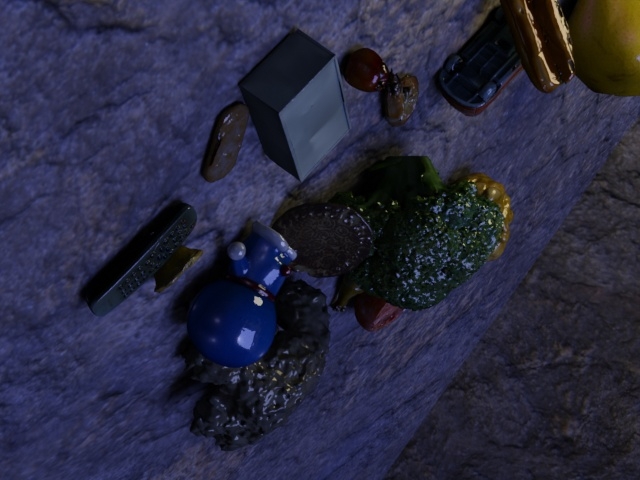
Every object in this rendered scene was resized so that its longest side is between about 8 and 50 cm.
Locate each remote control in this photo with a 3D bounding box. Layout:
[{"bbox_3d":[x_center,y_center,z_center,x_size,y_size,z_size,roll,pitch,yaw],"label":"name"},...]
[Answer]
[{"bbox_3d":[-0.273,0.028,1.659,0.222,0.042,0.072,-46,159,-17],"label":"remote control"}]

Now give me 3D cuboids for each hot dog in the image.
[{"bbox_3d":[0.416,-0.417,2.081,0.115,0.269,0.072,-19,-174,0],"label":"hot dog"}]

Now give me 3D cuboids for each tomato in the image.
[{"bbox_3d":[0.160,0.110,2.555,0.237,0.095,0.237,-45,161,-21],"label":"tomato"}]

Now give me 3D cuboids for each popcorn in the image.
[{"bbox_3d":[0.382,-0.049,2.620,0.191,0.190,0.253,-45,162,2],"label":"popcorn"}]

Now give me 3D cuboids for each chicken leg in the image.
[{"bbox_3d":[0.077,0.098,2.423,0.093,0.070,0.178,-33,159,-51],"label":"chicken leg"}]

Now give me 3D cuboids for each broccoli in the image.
[{"bbox_3d":[0.184,-0.015,2.162,0.413,0.321,0.310,7,112,-46],"label":"broccoli"}]

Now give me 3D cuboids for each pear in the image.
[{"bbox_3d":[0.694,-0.498,2.483,0.285,0.285,0.336,-5,90,-61],"label":"pear"}]

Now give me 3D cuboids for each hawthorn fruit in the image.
[{"bbox_3d":[0.078,-0.285,1.819,0.077,0.077,0.077,-42,156,-23],"label":"hawthorn fruit"}]

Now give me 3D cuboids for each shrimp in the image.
[{"bbox_3d":[0.153,-0.273,2.023,0.099,0.041,0.180,-50,157,-7],"label":"shrimp"}]

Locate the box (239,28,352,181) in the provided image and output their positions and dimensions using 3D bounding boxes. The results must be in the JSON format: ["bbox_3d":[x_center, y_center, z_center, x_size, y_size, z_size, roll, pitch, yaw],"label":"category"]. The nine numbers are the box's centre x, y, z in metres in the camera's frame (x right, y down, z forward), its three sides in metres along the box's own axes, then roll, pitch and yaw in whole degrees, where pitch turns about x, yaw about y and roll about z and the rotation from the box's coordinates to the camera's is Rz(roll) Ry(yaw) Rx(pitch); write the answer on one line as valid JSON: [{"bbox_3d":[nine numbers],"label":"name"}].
[{"bbox_3d":[-0.034,-0.208,1.702,0.129,0.086,0.225,-47,158,-13],"label":"box"}]

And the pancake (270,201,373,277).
[{"bbox_3d":[0.000,0.001,2.001,0.021,0.199,0.199,-88,-170,-46],"label":"pancake"}]

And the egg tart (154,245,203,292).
[{"bbox_3d":[-0.233,0.041,1.730,0.105,0.039,0.105,-41,-176,4],"label":"egg tart"}]

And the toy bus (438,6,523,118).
[{"bbox_3d":[0.349,-0.359,2.181,0.265,0.121,0.120,-47,167,-12],"label":"toy bus"}]

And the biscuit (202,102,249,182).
[{"bbox_3d":[-0.145,-0.148,1.667,0.071,0.018,0.147,-30,148,-47],"label":"biscuit"}]

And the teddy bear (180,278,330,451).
[{"bbox_3d":[-0.142,0.290,2.169,0.357,0.224,0.367,-31,165,-44],"label":"teddy bear"}]

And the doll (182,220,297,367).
[{"bbox_3d":[-0.140,0.094,1.908,0.257,0.161,0.215,-63,147,-15],"label":"doll"}]
